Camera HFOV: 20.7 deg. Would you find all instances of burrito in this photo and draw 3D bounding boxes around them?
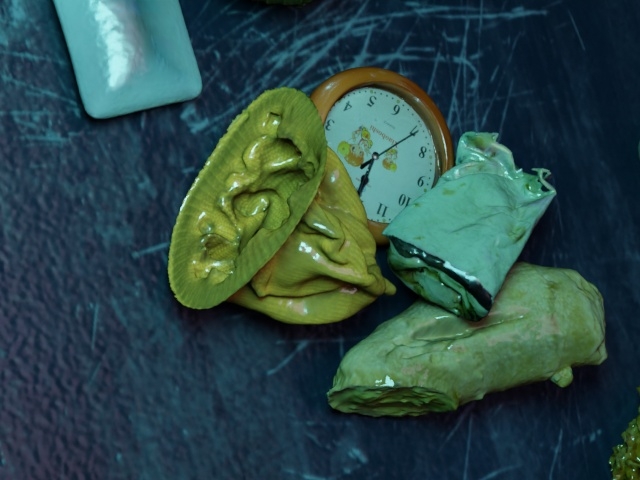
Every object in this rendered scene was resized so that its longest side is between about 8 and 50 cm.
[{"bbox_3d":[0.171,-0.020,1.942,0.144,0.089,0.229,32,50,10],"label":"burrito"}]

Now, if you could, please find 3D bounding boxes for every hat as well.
[{"bbox_3d":[0.000,0.000,1.875,0.233,0.233,0.244,32,45,-35],"label":"hat"}]

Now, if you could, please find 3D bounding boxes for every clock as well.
[{"bbox_3d":[0.060,-0.095,1.981,0.205,0.051,0.205,5,79,-27],"label":"clock"}]

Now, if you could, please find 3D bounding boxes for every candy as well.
[{"bbox_3d":[-0.206,-0.223,1.858,0.138,0.071,0.174,-15,88,-29],"label":"candy"}]

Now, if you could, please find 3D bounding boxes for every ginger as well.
[{"bbox_3d":[0.163,0.113,1.950,0.354,0.126,0.190,-23,72,-25],"label":"ginger"}]

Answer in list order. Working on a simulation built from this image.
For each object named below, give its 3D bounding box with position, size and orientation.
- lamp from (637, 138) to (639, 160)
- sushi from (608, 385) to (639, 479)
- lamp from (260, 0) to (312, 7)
[{"bbox_3d":[0.441,-0.112,2.146,0.105,0.105,0.105,5,79,-26],"label":"lamp"},{"bbox_3d":[0.438,0.328,2.001,0.208,0.234,0.348,20,68,-23],"label":"sushi"},{"bbox_3d":[-0.056,-0.382,1.880,0.284,0.250,0.250,26,69,0],"label":"lamp"}]
